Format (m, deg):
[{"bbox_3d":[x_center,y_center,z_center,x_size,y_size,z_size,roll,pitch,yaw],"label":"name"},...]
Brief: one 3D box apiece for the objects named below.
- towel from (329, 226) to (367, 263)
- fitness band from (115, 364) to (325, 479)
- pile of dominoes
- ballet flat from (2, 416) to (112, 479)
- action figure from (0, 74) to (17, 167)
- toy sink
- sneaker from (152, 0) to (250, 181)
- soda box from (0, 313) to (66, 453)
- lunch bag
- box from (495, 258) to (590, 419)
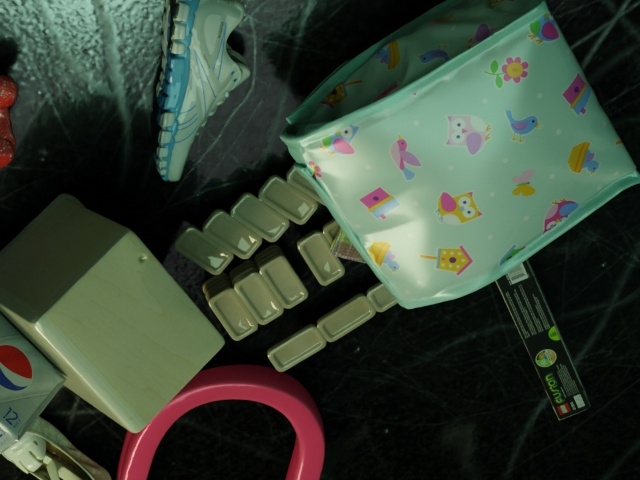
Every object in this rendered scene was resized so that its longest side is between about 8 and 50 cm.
[{"bbox_3d":[0.056,-0.005,1.672,0.083,0.009,0.060,12,112,-21],"label":"towel"},{"bbox_3d":[-0.108,0.252,1.808,0.209,0.054,0.291,7,121,-15],"label":"fitness band"},{"bbox_3d":[0.000,0.000,1.688,0.251,0.040,0.196,-32,120,2],"label":"pile of dominoes"},{"bbox_3d":[-0.278,0.225,1.764,0.168,0.052,0.057,37,111,-25],"label":"ballet flat"},{"bbox_3d":[-0.370,-0.044,1.561,0.139,0.091,0.280,18,118,-31],"label":"action figure"},{"bbox_3d":[-0.219,0.056,1.608,0.131,0.234,0.153,-46,119,-14],"label":"toy sink"},{"bbox_3d":[-0.107,-0.136,1.560,0.083,0.071,0.191,3,121,-16],"label":"sneaker"},{"bbox_3d":[-0.364,0.179,1.627,0.098,0.091,0.286,45,133,-9],"label":"soda box"},{"bbox_3d":[0.122,-0.085,1.565,0.262,0.160,0.223,-33,117,4],"label":"lunch bag"},{"bbox_3d":[0.207,0.066,1.697,0.036,0.114,0.207,-23,121,7],"label":"box"}]
